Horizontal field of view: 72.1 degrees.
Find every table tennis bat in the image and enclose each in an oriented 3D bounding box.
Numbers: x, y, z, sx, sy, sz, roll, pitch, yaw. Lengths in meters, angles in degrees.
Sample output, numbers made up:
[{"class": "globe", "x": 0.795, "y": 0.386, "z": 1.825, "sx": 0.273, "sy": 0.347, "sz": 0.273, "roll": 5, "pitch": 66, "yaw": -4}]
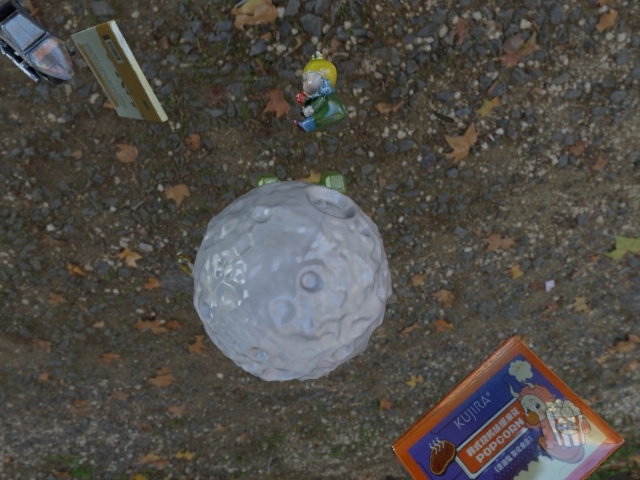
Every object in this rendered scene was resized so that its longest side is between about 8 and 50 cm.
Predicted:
[{"class": "table tennis bat", "x": 0.464, "y": -0.469, "z": 1.651, "sx": 0.086, "sy": 0.156, "sz": 0.013, "roll": 29, "pitch": 99, "yaw": 13}]

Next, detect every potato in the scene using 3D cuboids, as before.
[{"class": "potato", "x": -0.354, "y": 0.068, "z": 1.188, "sx": 0.083, "sy": 0.040, "sz": 0.051, "roll": 43, "pitch": 165, "yaw": -2}]

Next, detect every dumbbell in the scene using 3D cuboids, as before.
[{"class": "dumbbell", "x": -0.063, "y": -0.170, "z": 1.462, "sx": 0.301, "sy": 0.122, "sz": 0.108, "roll": -5, "pitch": 170, "yaw": -20}]

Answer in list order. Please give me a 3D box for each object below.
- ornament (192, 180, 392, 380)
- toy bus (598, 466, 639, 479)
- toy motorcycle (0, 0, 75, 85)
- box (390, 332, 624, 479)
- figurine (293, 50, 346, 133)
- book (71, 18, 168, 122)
[{"class": "ornament", "x": -0.043, "y": 0.054, "z": 0.746, "sx": 0.336, "sy": 0.337, "sz": 0.337, "roll": -4, "pitch": 134, "yaw": -4}, {"class": "toy bus", "x": 0.775, "y": 0.632, "z": 1.044, "sx": 0.302, "sy": 0.147, "sz": 0.127, "roll": -30, "pitch": 148, "yaw": 16}, {"class": "toy motorcycle", "x": -0.522, "y": -0.373, "z": 0.680, "sx": 0.108, "sy": 0.173, "sz": 0.307, "roll": -51, "pitch": 125, "yaw": -16}, {"class": "box", "x": 0.357, "y": 0.443, "z": 0.933, "sx": 0.348, "sy": 0.257, "sz": 0.319, "roll": -36, "pitch": 149, "yaw": -9}, {"class": "figurine", "x": -0.024, "y": -0.479, "z": 1.425, "sx": 0.185, "sy": 0.127, "sz": 0.235, "roll": -18, "pitch": 98, "yaw": 19}, {"class": "book", "x": -0.457, "y": -0.369, "z": 0.987, "sx": 0.020, "sy": 0.295, "sz": 0.208, "roll": -40, "pitch": 128, "yaw": -25}]
